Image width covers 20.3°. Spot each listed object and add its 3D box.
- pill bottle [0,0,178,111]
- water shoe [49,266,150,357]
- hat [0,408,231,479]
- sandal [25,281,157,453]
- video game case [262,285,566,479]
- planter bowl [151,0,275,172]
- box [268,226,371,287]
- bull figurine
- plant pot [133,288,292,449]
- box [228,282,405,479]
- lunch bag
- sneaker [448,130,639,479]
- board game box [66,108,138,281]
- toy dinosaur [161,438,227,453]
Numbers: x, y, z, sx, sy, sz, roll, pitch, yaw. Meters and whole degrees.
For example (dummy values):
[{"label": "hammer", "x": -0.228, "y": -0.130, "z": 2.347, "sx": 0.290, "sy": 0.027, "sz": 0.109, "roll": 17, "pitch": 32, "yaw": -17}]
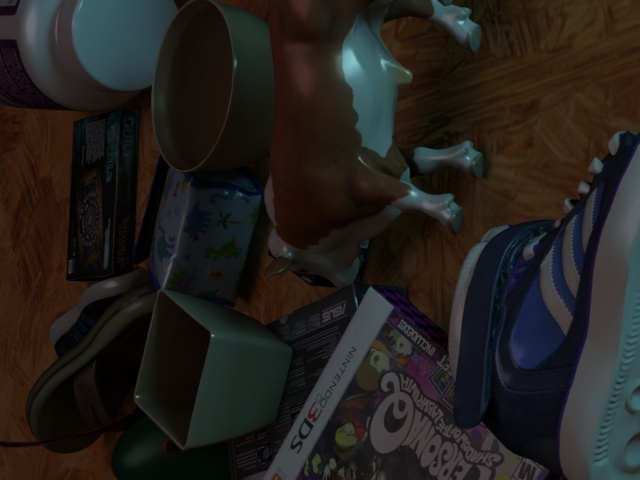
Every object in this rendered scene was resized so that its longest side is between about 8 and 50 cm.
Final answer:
[{"label": "pill bottle", "x": -0.272, "y": -0.224, "z": 1.940, "sx": 0.301, "sy": 0.169, "sz": 0.169, "roll": 10, "pitch": 94, "yaw": 58}, {"label": "water shoe", "x": -0.227, "y": 0.092, "z": 1.934, "sx": 0.203, "sy": 0.073, "sz": 0.080, "roll": -39, "pitch": 75, "yaw": 55}, {"label": "hat", "x": -0.187, "y": 0.202, "z": 1.727, "sx": 0.208, "sy": 0.184, "sz": 0.173, "roll": -55, "pitch": 43, "yaw": 39}, {"label": "sandal", "x": -0.213, "y": 0.148, "z": 1.851, "sx": 0.303, "sy": 0.120, "sz": 0.086, "roll": -48, "pitch": 61, "yaw": 43}, {"label": "video game case", "x": 0.070, "y": 0.183, "z": 1.381, "sx": 0.232, "sy": 0.042, "sz": 0.210, "roll": 42, "pitch": 111, "yaw": 38}, {"label": "planter bowl", "x": -0.074, "y": -0.139, "z": 1.666, "sx": 0.162, "sy": 0.109, "sz": 0.162, "roll": -12, "pitch": 76, "yaw": 56}, {"label": "box", "x": 0.000, "y": 0.000, "z": 1.581, "sx": 0.083, "sy": 0.052, "sz": 0.062, "roll": 33, "pitch": 113, "yaw": 54}, {"label": "bull figurine", "x": 0.031, "y": -0.094, "z": 1.427, "sx": 0.188, "sy": 0.101, "sz": 0.310, "roll": 4, "pitch": 113, "yaw": 24}, {"label": "plant pot", "x": -0.088, "y": 0.113, "z": 1.554, "sx": 0.109, "sy": 0.096, "sz": 0.109, "roll": 34, "pitch": 114, "yaw": 54}, {"label": "box", "x": -0.002, "y": 0.153, "z": 1.558, "sx": 0.231, "sy": 0.056, "sz": 0.183, "roll": -28, "pitch": 63, "yaw": 53}, {"label": "lunch bag", "x": -0.126, "y": -0.022, "z": 1.755, "sx": 0.151, "sy": 0.096, "sz": 0.128, "roll": -126, "pitch": 50, "yaw": -64}, {"label": "sneaker", "x": 0.180, "y": -0.004, "z": 1.218, "sx": 0.236, "sy": 0.130, "sz": 0.322, "roll": 38, "pitch": 117, "yaw": 55}, {"label": "board game box", "x": -0.246, "y": -0.049, "z": 2.006, "sx": 0.126, "sy": 0.026, "sz": 0.186, "roll": -6, "pitch": 80, "yaw": 57}, {"label": "toy dinosaur", "x": -0.106, "y": 0.183, "z": 1.675, "sx": 0.090, "sy": 0.047, "sz": 0.082, "roll": 45, "pitch": 104, "yaw": 18}]
